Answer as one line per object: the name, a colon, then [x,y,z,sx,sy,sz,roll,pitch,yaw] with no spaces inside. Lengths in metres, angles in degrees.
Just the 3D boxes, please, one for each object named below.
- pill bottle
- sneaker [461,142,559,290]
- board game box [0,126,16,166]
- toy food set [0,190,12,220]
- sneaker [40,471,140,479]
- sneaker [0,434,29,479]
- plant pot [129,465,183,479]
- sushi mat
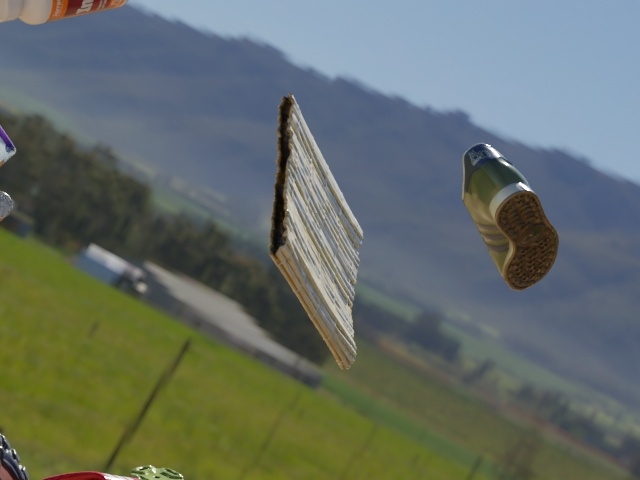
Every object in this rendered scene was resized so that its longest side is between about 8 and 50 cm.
pill bottle: [-0.284,-0.279,1.938,0.152,0.086,0.086,-18,28,-33]
sneaker: [0.177,-0.028,1.738,0.086,0.064,0.192,56,-4,28]
board game box: [-0.356,-0.032,1.128,0.144,0.275,0.142,58,29,-13]
toy food set: [-0.338,-0.024,1.571,0.111,0.232,0.104,20,-20,-27]
sneaker: [-0.243,0.267,1.583,0.128,0.221,0.087,32,23,-43]
sneaker: [-0.341,0.311,1.512,0.147,0.330,0.130,-14,-51,18]
plant pot: [-0.161,0.261,1.730,0.083,0.079,0.083,10,12,-2]
sushi mat: [0.000,0.000,1.636,0.019,0.151,0.316,-2,-22,12]
